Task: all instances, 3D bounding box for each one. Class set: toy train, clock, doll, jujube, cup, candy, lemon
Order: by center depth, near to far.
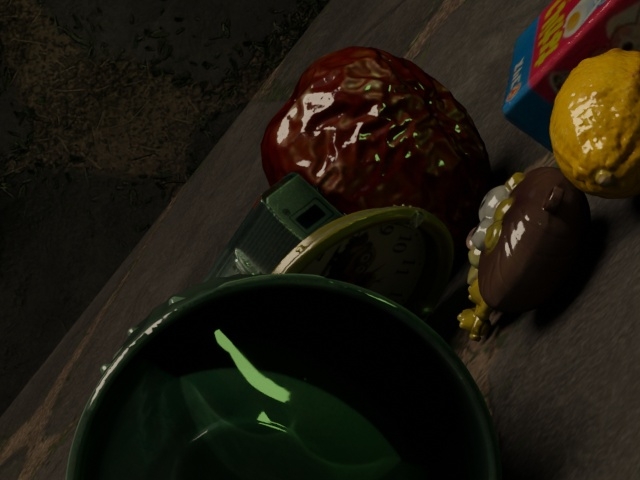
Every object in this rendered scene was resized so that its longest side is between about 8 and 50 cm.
[{"bbox_3d":[-0.069,0.205,1.522,0.401,0.310,0.392,-52,7,-1],"label":"cup"},{"bbox_3d":[0.247,-0.094,1.582,0.114,0.114,0.155,-44,21,38],"label":"lemon"},{"bbox_3d":[0.164,0.018,1.645,0.188,0.096,0.145,-58,1,29],"label":"doll"},{"bbox_3d":[0.303,-0.223,1.764,0.306,0.100,0.157,-45,16,31],"label":"candy"},{"bbox_3d":[0.019,0.049,1.815,0.237,0.237,0.057,-51,54,13],"label":"clock"},{"bbox_3d":[0.061,-0.080,1.954,0.213,0.232,0.213,-51,10,13],"label":"jujube"},{"bbox_3d":[-0.104,0.094,1.961,0.089,0.086,0.409,-37,-12,-49],"label":"toy train"}]
